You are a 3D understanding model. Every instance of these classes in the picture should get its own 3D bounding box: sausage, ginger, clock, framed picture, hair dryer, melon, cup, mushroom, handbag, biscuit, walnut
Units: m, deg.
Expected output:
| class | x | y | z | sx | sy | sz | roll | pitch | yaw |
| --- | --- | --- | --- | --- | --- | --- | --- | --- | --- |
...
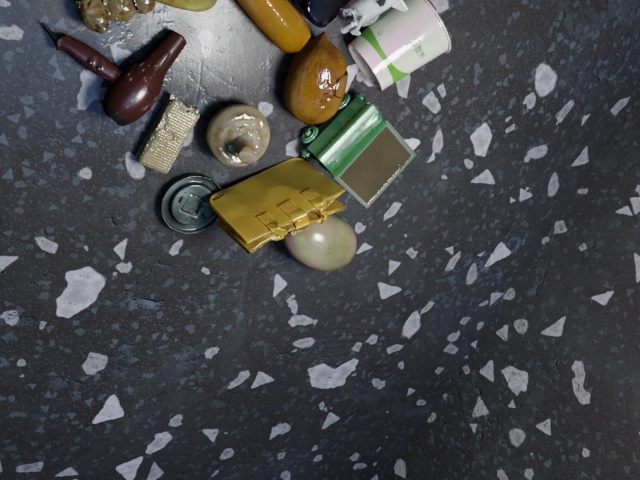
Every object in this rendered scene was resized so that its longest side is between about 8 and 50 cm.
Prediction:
| class | x | y | z | sx | sy | sz | roll | pitch | yaw |
| --- | --- | --- | --- | --- | --- | --- | --- | --- | --- |
| sausage | -0.170 | -0.694 | 1.670 | 0.116 | 0.134 | 0.354 | -50 | 131 | 1 |
| ginger | -0.537 | -0.619 | 1.529 | 0.204 | 0.080 | 0.104 | -31 | 94 | -21 |
| clock | -0.432 | -0.125 | 1.937 | 0.215 | 0.042 | 0.215 | -15 | 126 | -22 |
| framed picture | 0.213 | -0.290 | 2.234 | 0.296 | 0.019 | 0.232 | -47 | 131 | 4 |
| hair dryer | -0.578 | -0.519 | 1.582 | 0.340 | 0.123 | 0.312 | 34 | 88 | -30 |
| melon | 0.000 | 0.000 | 2.158 | 0.317 | 0.223 | 0.223 | 18 | 108 | -43 |
| cup | 0.253 | -0.645 | 1.895 | 0.274 | 0.253 | 0.253 | -38 | 131 | 4 |
| mushroom | -0.249 | -0.316 | 1.812 | 0.207 | 0.215 | 0.207 | -13 | 130 | -16 |
| handbag | -0.142 | -0.113 | 1.934 | 0.401 | 0.283 | 0.133 | -28 | 133 | -26 |
| biscuit | -0.470 | -0.325 | 1.773 | 0.108 | 0.062 | 0.239 | 23 | 105 | -39 |
| walnut | -0.011 | -0.513 | 1.841 | 0.203 | 0.203 | 0.298 | -8 | 130 | -27 |

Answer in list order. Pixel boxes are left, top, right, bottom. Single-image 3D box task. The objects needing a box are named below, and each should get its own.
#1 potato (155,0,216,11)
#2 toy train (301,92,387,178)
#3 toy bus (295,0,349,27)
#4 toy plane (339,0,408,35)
| class | x | y | z | sx | sy | sz | roll | pitch | yaw |
| --- | --- | --- | --- | --- | --- | --- | --- | --- | --- |
| potato | -0.407 | -0.704 | 1.500 | 0.296 | 0.191 | 0.141 | 17 | 150 | -33 |
| toy train | 0.067 | -0.370 | 1.976 | 0.301 | 0.202 | 0.120 | -45 | 136 | 1 |
| toy bus | 0.053 | -0.783 | 1.735 | 0.302 | 0.147 | 0.127 | -45 | 123 | 4 |
| toy plane | 0.156 | -0.725 | 1.783 | 0.245 | 0.245 | 0.117 | -46 | 120 | 3 |
